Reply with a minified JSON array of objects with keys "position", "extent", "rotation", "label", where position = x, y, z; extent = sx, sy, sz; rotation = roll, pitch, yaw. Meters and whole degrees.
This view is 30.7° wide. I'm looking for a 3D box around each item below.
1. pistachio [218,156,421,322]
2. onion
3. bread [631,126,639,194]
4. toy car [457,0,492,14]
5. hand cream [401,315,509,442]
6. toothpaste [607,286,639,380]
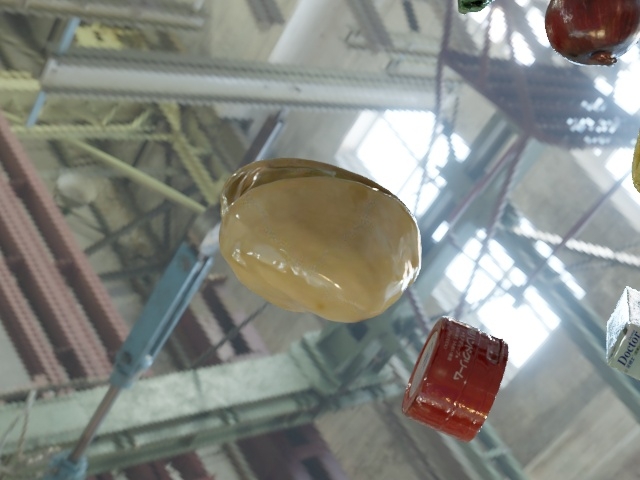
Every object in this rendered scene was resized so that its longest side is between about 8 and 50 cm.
[{"position":[0.000,0.000,1.755],"extent":[0.321,0.238,0.229],"rotation":[19,-154,-15],"label":"pistachio"},{"position":[0.353,-0.280,1.488],"extent":[0.131,0.131,0.131],"rotation":[22,-144,-17],"label":"onion"},{"position":[0.597,-0.162,1.911],"extent":[0.106,0.236,0.140],"rotation":[-12,-143,-25],"label":"bread"},{"position":[0.306,-0.493,1.916],"extent":[0.097,0.321,0.141],"rotation":[0,-106,-17],"label":"toy car"},{"position":[0.225,0.232,1.959],"extent":[0.125,0.193,0.193],"rotation":[22,-145,-2],"label":"hand cream"},{"position":[0.528,0.149,1.961],"extent":[0.067,0.081,0.336],"rotation":[26,-167,10],"label":"toothpaste"}]
